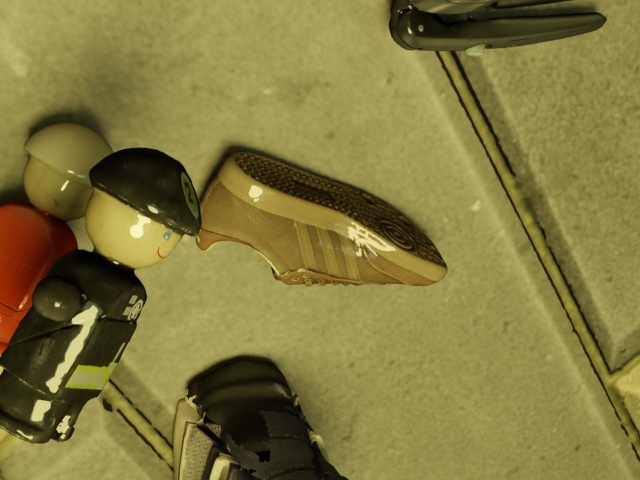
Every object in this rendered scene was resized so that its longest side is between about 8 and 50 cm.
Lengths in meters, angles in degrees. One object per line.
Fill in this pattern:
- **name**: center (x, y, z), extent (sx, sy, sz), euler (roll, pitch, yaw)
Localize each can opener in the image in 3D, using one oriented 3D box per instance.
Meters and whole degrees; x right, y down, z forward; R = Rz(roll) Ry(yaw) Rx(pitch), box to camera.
- **can opener**: center (0.127, -0.155, 0.663), extent (0.186, 0.073, 0.059), euler (-6, 107, -33)

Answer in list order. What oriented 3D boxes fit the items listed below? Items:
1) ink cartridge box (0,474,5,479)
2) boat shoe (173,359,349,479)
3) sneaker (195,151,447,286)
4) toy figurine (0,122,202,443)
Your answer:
- **ink cartridge box**: center (-0.320, 0.188, 0.586), extent (0.208, 0.087, 0.153), euler (-39, 122, -4)
- **boat shoe**: center (-0.044, 0.271, 0.711), extent (0.127, 0.158, 0.341), euler (-11, 116, -20)
- **sneaker**: center (0.000, 0.000, 0.678), extent (0.188, 0.066, 0.071), euler (24, 117, -26)
- **toy figurine**: center (-0.187, -0.018, 0.487), extent (0.209, 0.213, 0.148), euler (29, 88, -30)
